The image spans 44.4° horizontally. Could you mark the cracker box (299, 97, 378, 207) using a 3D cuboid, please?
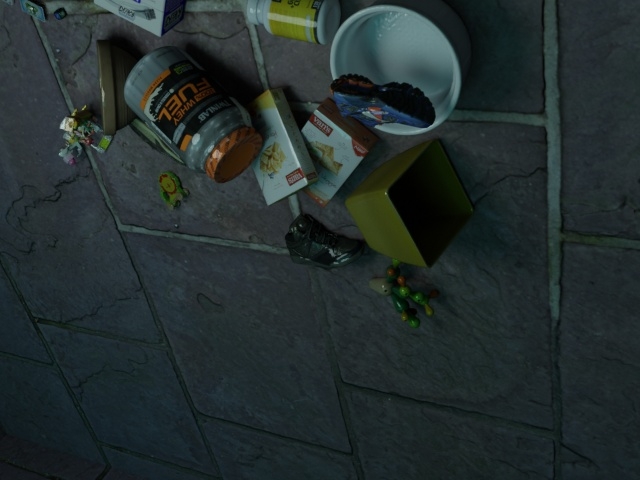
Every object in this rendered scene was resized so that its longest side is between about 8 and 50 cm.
[{"bbox_3d":[0.012,-0.205,1.869,0.155,0.067,0.232,38,136,-1],"label":"cracker box"}]

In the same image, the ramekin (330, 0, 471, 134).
[{"bbox_3d":[0.170,-0.366,1.588,0.277,0.135,0.277,17,132,19],"label":"ramekin"}]

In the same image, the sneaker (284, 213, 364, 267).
[{"bbox_3d":[0.000,0.000,2.037,0.227,0.087,0.130,5,135,35],"label":"sneaker"}]

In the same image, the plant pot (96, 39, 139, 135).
[{"bbox_3d":[-0.498,-0.382,1.966,0.109,0.237,0.237,-4,136,-15],"label":"plant pot"}]

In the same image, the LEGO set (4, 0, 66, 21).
[{"bbox_3d":[-0.748,-0.658,1.988,0.244,0.060,0.182,29,148,10],"label":"LEGO set"}]

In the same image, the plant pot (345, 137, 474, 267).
[{"bbox_3d":[0.187,-0.080,1.785,0.187,0.212,0.212,-3,126,50],"label":"plant pot"}]

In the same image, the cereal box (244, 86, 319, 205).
[{"bbox_3d":[-0.110,-0.221,1.869,0.173,0.047,0.240,-25,87,50],"label":"cereal box"}]

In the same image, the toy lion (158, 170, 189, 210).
[{"bbox_3d":[-0.425,-0.146,2.219,0.096,0.034,0.100,48,136,-2],"label":"toy lion"}]

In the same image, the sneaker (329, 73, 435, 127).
[{"bbox_3d":[0.126,-0.265,1.558,0.221,0.083,0.087,22,148,22],"label":"sneaker"}]

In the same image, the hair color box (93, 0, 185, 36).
[{"bbox_3d":[-0.382,-0.643,1.715,0.185,0.110,0.339,28,134,6],"label":"hair color box"}]

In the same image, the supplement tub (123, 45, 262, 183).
[{"bbox_3d":[-0.295,-0.292,1.843,0.316,0.193,0.194,44,138,15],"label":"supplement tub"}]

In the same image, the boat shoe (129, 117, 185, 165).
[{"bbox_3d":[-0.420,-0.271,2.078,0.223,0.080,0.073,40,142,3],"label":"boat shoe"}]

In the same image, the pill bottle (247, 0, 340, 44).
[{"bbox_3d":[-0.058,-0.479,1.655,0.184,0.103,0.103,16,133,19],"label":"pill bottle"}]

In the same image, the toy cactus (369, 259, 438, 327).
[{"bbox_3d":[0.204,0.118,2.022,0.180,0.112,0.219,12,137,48],"label":"toy cactus"}]

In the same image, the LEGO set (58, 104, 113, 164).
[{"bbox_3d":[-0.639,-0.290,2.153,0.107,0.132,0.287,38,159,-10],"label":"LEGO set"}]
